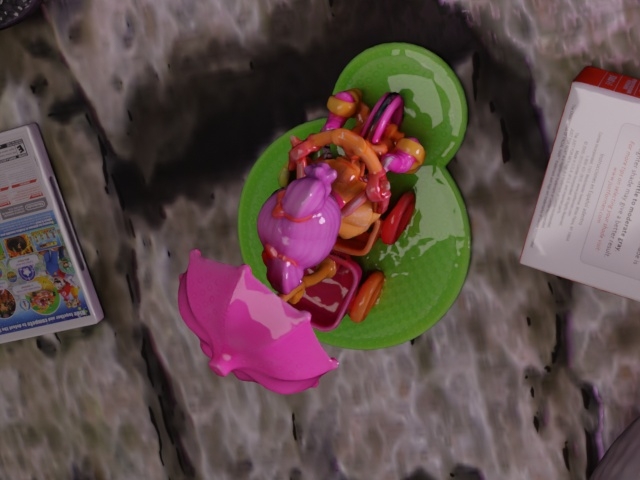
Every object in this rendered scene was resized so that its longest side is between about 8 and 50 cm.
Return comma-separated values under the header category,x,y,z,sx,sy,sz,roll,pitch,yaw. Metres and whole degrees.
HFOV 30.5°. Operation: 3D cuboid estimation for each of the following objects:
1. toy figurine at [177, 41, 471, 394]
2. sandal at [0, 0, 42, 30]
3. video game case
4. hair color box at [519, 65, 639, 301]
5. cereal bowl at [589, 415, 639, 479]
category,x,y,z,sx,sy,sz,roll,pitch,yaw
toy figurine,0.000,0.000,0.548,0.130,0.159,0.173,26,113,10
sandal,-0.213,-0.145,0.649,0.179,0.040,0.067,1,102,34
video game case,-0.185,-0.001,0.695,0.087,0.011,0.122,-13,102,22
hair color box,0.186,-0.012,0.538,0.167,0.053,0.093,19,112,15
cereal bowl,0.259,0.217,0.504,0.339,0.141,0.339,11,120,20
